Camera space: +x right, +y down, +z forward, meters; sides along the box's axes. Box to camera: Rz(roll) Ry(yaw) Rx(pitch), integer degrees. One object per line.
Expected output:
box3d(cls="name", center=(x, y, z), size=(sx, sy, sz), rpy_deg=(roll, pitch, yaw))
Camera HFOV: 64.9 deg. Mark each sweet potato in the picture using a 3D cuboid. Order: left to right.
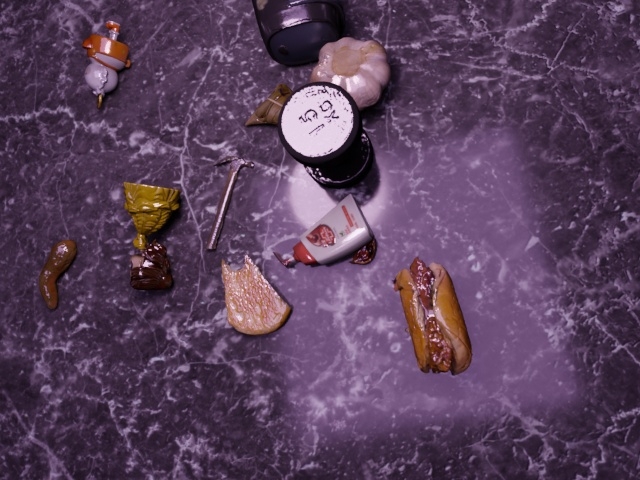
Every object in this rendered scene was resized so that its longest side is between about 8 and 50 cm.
box3d(cls="sweet potato", center=(-0.843, 0.102, 1.597), size=(0.081, 0.062, 0.232), rpy_deg=(20, 91, 12))

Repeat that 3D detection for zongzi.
box3d(cls="zongzi", center=(-0.124, -0.345, 1.479), size=(0.178, 0.081, 0.188), rpy_deg=(-39, 58, 11))

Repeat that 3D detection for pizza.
box3d(cls="pizza", center=(-0.213, 0.161, 1.473), size=(0.181, 0.034, 0.262), rpy_deg=(-33, 79, 6))

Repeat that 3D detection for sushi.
box3d(cls="sushi", center=(0.124, 0.036, 1.413), size=(0.050, 0.047, 0.099), rpy_deg=(39, 93, 10))

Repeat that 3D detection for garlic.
box3d(cls="garlic", center=(0.089, -0.462, 1.424), size=(0.228, 0.152, 0.227), rpy_deg=(-1, 84, 13))

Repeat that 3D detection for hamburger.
box3d(cls="hamburger", center=(0.295, 0.215, 1.301), size=(0.156, 0.245, 0.282), rpy_deg=(-15, 125, 5))

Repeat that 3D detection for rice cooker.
box3d(cls="rice cooker", center=(-0.062, -0.654, 1.433), size=(0.268, 0.267, 0.224), rpy_deg=(-12, 78, 10))

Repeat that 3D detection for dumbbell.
box3d(cls="dumbbell", center=(0.023, -0.263, 1.327), size=(0.204, 0.322, 0.203), rpy_deg=(-1, 83, 12))

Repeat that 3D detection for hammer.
box3d(cls="hammer", center=(-0.294, -0.113, 1.527), size=(0.125, 0.027, 0.296), rpy_deg=(14, 87, 12))

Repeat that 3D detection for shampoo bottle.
box3d(cls="shampoo bottle", center=(0.000, 0.000, 1.426), size=(0.284, 0.071, 0.153), rpy_deg=(-29, 61, 8))

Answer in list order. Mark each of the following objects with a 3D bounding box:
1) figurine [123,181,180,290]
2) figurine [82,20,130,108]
box3d(cls="figurine", center=(-0.517, -0.007, 1.496), size=(0.187, 0.168, 0.314), rpy_deg=(12, 96, 55))
box3d(cls="figurine", center=(-0.685, -0.561, 1.615), size=(0.144, 0.143, 0.270), rpy_deg=(4, 104, 12))
